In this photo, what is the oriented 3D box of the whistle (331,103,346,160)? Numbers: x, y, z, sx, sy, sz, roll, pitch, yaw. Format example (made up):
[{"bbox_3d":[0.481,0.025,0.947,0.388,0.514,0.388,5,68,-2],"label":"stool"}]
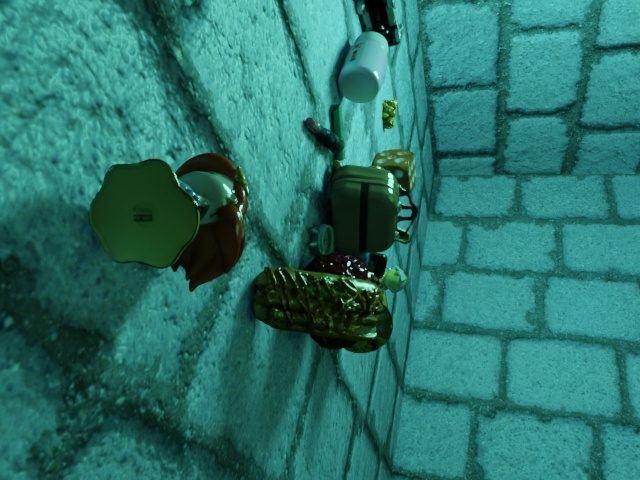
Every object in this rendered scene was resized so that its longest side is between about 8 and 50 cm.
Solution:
[{"bbox_3d":[0.061,-0.363,1.693,0.039,0.039,0.186,-51,139,-60],"label":"whistle"}]

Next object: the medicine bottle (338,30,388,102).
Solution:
[{"bbox_3d":[0.157,-0.612,1.769,0.152,0.152,0.254,71,28,-46],"label":"medicine bottle"}]

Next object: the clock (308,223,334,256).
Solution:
[{"bbox_3d":[0.001,0.000,1.552,0.147,0.045,0.108,28,65,-68],"label":"clock"}]

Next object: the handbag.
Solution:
[{"bbox_3d":[0.170,-0.092,1.618,0.301,0.283,0.149,87,7,-47],"label":"handbag"}]

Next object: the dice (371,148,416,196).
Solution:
[{"bbox_3d":[0.333,-0.300,2.270,0.175,0.179,0.173,-65,150,-53],"label":"dice"}]

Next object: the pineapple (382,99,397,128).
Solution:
[{"bbox_3d":[0.329,-0.603,2.412,0.116,0.069,0.137,-44,143,-71],"label":"pineapple"}]

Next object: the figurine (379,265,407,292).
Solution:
[{"bbox_3d":[0.281,0.167,2.198,0.209,0.184,0.128,0,91,-28],"label":"figurine"}]

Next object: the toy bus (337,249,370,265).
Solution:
[{"bbox_3d":[0.137,-0.018,1.836,0.134,0.114,0.246,76,22,-54],"label":"toy bus"}]

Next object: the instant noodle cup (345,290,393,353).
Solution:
[{"bbox_3d":[0.137,0.241,1.733,0.182,0.230,0.230,-68,155,-65],"label":"instant noodle cup"}]

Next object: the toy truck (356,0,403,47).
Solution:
[{"bbox_3d":[0.220,-0.920,1.926,0.367,0.146,0.175,62,31,-55],"label":"toy truck"}]

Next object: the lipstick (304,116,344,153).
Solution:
[{"bbox_3d":[0.012,-0.327,1.544,0.234,0.054,0.053,23,71,-67],"label":"lipstick"}]

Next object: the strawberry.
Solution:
[{"bbox_3d":[0.033,0.159,1.438,0.274,0.220,0.274,-53,-162,25],"label":"strawberry"}]

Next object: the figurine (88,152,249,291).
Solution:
[{"bbox_3d":[-0.207,-0.035,0.794,0.208,0.181,0.257,52,18,6],"label":"figurine"}]

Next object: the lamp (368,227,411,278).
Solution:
[{"bbox_3d":[0.267,0.045,2.105,0.283,0.203,0.124,-70,173,-50],"label":"lamp"}]

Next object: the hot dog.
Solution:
[{"bbox_3d":[0.007,0.153,1.218,0.349,0.117,0.158,14,80,-25],"label":"hot dog"}]

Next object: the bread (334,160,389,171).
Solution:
[{"bbox_3d":[0.148,-0.223,1.741,0.224,0.184,0.211,78,22,-43],"label":"bread"}]
